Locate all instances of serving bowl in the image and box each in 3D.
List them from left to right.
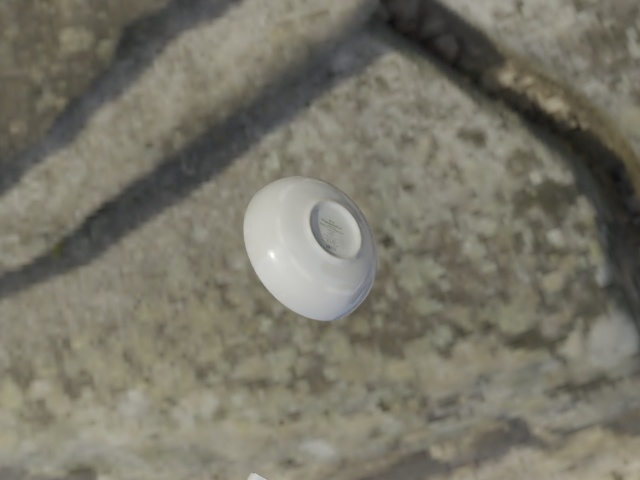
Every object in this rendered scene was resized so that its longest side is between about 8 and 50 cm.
[{"bbox_3d":[0.000,0.000,0.977,0.083,0.083,0.027,17,146,-32],"label":"serving bowl"}]

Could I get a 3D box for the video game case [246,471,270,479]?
[{"bbox_3d":[-0.032,0.212,1.092,0.087,0.122,0.011,31,168,-21],"label":"video game case"}]
